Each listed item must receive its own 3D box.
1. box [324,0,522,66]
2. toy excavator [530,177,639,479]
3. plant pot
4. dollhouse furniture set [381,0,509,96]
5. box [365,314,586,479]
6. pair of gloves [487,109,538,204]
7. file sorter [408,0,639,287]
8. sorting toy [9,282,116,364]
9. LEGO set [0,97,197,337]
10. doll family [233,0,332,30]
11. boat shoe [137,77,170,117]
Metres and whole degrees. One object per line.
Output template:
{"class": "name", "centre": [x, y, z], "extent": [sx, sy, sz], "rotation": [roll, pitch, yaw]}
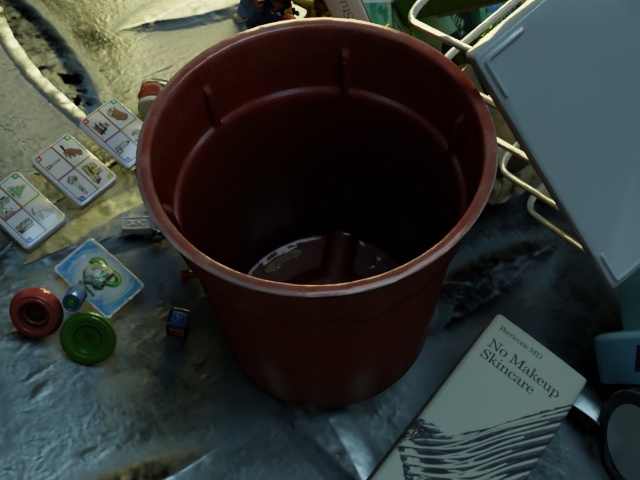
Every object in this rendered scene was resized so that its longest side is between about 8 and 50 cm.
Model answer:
{"class": "box", "centre": [0.134, -0.306, 1.147], "extent": [0.322, 0.058, 0.232], "rotation": [-48, 122, -36]}
{"class": "toy excavator", "centre": [0.380, 0.022, 0.944], "extent": [0.222, 0.433, 0.445], "rotation": [-3, 84, -20]}
{"class": "plant pot", "centre": [0.000, 0.000, 0.804], "extent": [0.272, 0.265, 0.272], "rotation": [-1, 55, 1]}
{"class": "dollhouse furniture set", "centre": [0.146, -0.162, 1.000], "extent": [0.301, 0.151, 0.197], "rotation": [-52, 124, -33]}
{"class": "box", "centre": [0.122, 0.200, 0.832], "extent": [0.113, 0.094, 0.275], "rotation": [37, 53, 10]}
{"class": "pair of gloves", "centre": [0.156, -0.093, 0.976], "extent": [0.240, 0.204, 0.042], "rotation": [-34, 51, -18]}
{"class": "file sorter", "centre": [0.233, -0.140, 0.828], "extent": [0.193, 0.277, 0.173], "rotation": [-40, 33, 0]}
{"class": "sorting toy", "centre": [-0.230, 0.068, 0.848], "extent": [0.102, 0.061, 0.042], "rotation": [25, 17, -8]}
{"class": "LEGO set", "centre": [-0.189, -0.011, 0.932], "extent": [0.244, 0.060, 0.182], "rotation": [39, 65, 14]}
{"class": "doll family", "centre": [-0.034, -0.274, 1.118], "extent": [0.193, 0.111, 0.076], "rotation": [26, 51, 2]}
{"class": "boat shoe", "centre": [-0.136, -0.155, 1.041], "extent": [0.137, 0.049, 0.043], "rotation": [6, 51, -8]}
